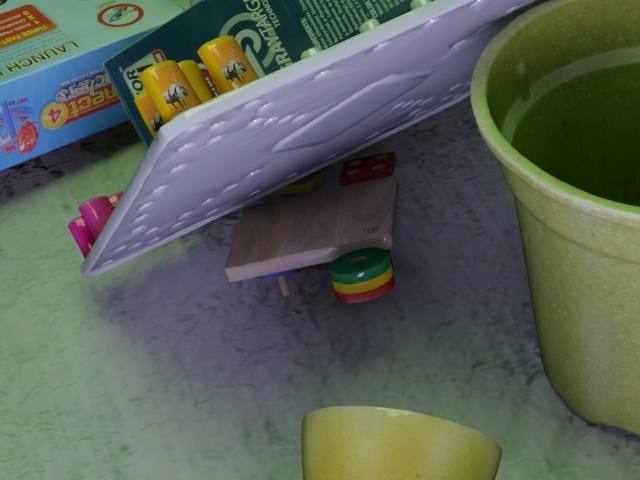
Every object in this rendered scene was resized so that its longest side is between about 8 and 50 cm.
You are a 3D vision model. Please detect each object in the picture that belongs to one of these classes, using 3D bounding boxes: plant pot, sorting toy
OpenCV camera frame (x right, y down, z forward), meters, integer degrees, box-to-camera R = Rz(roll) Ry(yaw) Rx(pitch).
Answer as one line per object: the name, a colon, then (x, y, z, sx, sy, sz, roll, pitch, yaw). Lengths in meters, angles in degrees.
plant pot: (0.245, -0.005, 1.089, 0.276, 0.254, 0.276, -3, 40, 3)
sorting toy: (0.000, 0.000, 1.256, 0.132, 0.046, 0.274, -12, 21, 9)
plant pot: (0.046, 0.174, 1.017, 0.134, 0.134, 0.095, 5, 67, 13)

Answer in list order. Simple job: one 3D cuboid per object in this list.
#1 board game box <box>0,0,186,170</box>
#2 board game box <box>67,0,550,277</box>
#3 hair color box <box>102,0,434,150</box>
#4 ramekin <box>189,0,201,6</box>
board game box: (-0.322, -0.184, 1.453, 0.308, 0.086, 0.302, -25, 42, -24)
board game box: (0.013, -0.114, 1.145, 0.390, 0.390, 0.050, -27, 85, -21)
hair color box: (0.011, -0.188, 1.283, 0.347, 0.105, 0.174, -30, -6, 15)
ramekin: (0.018, -0.262, 1.426, 0.273, 0.272, 0.127, -3, 25, 4)
